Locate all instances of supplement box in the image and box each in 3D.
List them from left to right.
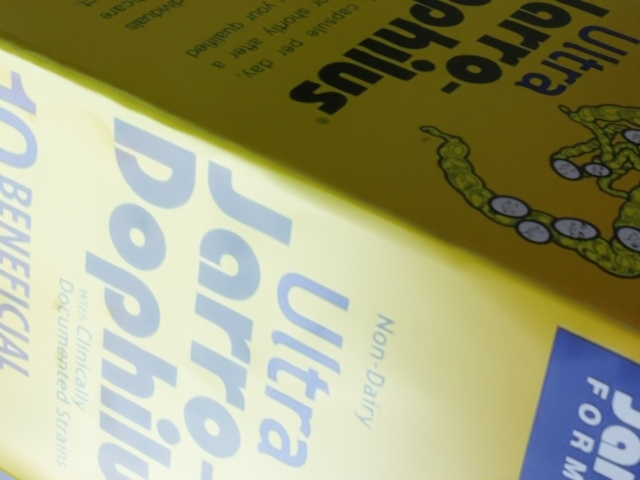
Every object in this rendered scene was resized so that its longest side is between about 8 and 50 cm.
[{"bbox_3d":[0.000,0.000,0.603,0.356,0.195,0.194,25,129,24],"label":"supplement box"}]
